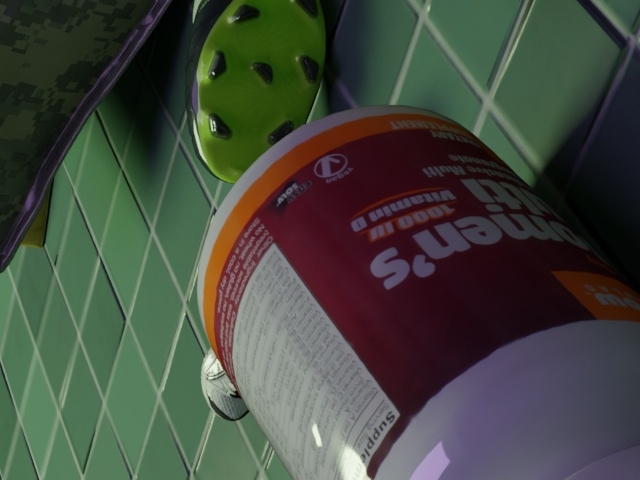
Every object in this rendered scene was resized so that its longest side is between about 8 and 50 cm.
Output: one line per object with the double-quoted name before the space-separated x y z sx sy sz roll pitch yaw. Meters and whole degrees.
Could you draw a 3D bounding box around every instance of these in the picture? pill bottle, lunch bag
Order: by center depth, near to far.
"pill bottle" 0.052 0.056 0.532 0.221 0.121 0.121 51 134 52
"lunch bag" -0.192 -0.169 0.971 0.287 0.169 0.235 -55 35 15

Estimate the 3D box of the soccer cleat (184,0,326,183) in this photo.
"soccer cleat" -0.031 -0.111 0.784 0.072 0.060 0.179 163 112 -73

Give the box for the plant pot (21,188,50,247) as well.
"plant pot" -0.226 -0.047 1.139 0.081 0.083 0.081 46 131 55

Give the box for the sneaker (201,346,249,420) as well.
"sneaker" -0.031 0.057 0.801 0.037 0.032 0.083 -117 37 -43
